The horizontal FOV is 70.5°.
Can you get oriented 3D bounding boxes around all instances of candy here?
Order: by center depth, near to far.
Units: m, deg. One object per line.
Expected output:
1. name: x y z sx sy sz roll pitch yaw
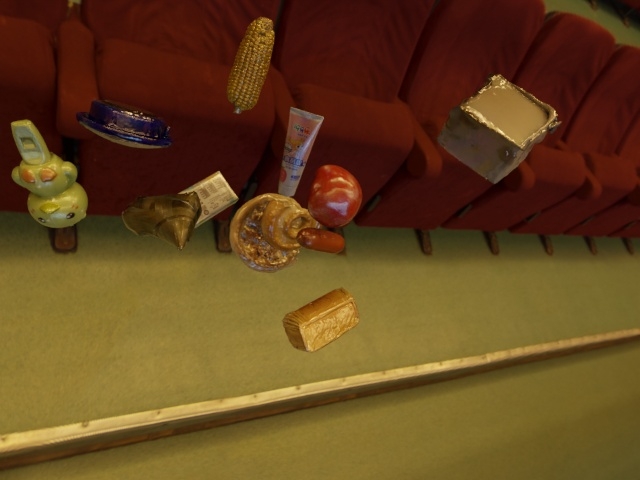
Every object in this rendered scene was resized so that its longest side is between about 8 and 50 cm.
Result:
1. candy: 0.387 -0.247 0.996 0.185 0.137 0.195 -39 69 -23

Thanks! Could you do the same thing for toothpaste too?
1. toothpaste: -0.049 -0.177 0.930 0.067 0.195 0.043 17 41 -3

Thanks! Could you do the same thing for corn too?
1. corn: -0.233 -0.576 1.508 0.119 0.322 0.119 19 22 -8

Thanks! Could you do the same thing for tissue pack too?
1. tissue pack: -0.510 -0.173 2.006 0.229 0.145 0.159 -37 93 -25

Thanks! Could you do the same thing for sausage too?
1. sausage: 0.000 0.000 1.436 0.197 0.076 0.076 10 57 -50

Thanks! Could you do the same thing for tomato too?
1. tomato: 0.041 -0.129 1.338 0.151 0.187 0.187 31 45 22

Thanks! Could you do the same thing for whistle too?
1. whistle: -0.645 -0.132 1.067 0.141 0.294 0.141 2 56 -3

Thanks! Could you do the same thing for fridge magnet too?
1. fridge magnet: -0.561 -0.333 1.314 0.265 0.113 0.265 16 14 -4

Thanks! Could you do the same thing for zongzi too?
1. zongzi: -0.515 -0.041 1.411 0.250 0.125 0.274 -7 38 4

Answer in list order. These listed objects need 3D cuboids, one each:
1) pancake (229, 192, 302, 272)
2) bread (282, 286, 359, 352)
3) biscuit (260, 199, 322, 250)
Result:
1. pancake: -0.215 -0.032 2.037 0.382 0.071 0.382 -6 102 -29
2. bread: 0.012 0.289 1.652 0.288 0.119 0.153 -25 107 -30
3. biscuit: -0.118 -0.051 1.836 0.274 0.213 0.091 5 27 -40
